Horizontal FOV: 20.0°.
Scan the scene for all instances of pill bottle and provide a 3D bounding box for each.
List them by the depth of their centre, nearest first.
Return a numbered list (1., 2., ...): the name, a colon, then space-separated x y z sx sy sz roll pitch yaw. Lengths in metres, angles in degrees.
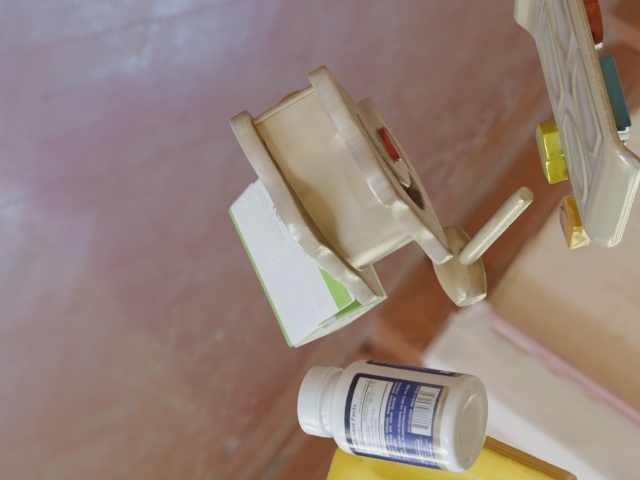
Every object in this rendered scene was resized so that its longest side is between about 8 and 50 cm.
1. pill bottle: 0.068 0.164 1.745 0.094 0.169 0.094 -24 117 -59

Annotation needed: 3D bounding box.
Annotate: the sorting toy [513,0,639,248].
1. sorting toy: 0.215 -0.113 1.520 0.041 0.229 0.307 -15 162 -2

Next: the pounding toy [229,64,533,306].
1. pounding toy: 0.053 -0.058 1.331 0.155 0.154 0.269 -30 152 9

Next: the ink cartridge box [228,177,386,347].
1. ink cartridge box: 0.000 0.000 2.069 0.097 0.189 0.255 -22 174 -21

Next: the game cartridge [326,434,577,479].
1. game cartridge: 0.119 0.354 1.948 0.052 0.285 0.324 -18 126 -62
